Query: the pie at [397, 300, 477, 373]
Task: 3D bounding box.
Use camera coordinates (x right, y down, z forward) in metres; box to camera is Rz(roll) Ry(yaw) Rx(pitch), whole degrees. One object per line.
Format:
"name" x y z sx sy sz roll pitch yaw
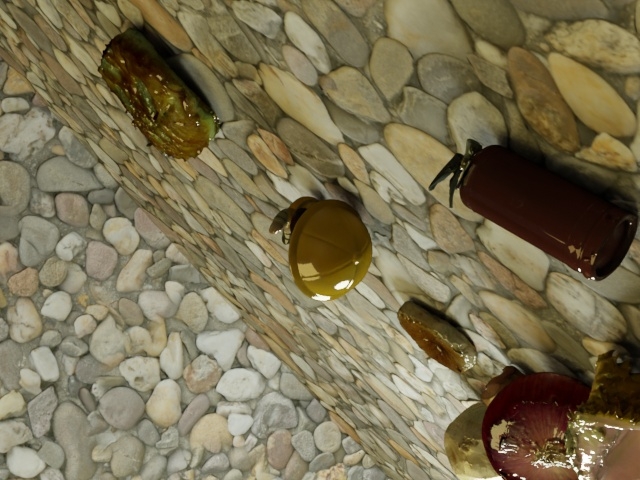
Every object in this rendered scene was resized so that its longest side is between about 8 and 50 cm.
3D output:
"pie" 0.239 0.200 2.115 0.195 0.046 0.195 40 165 13

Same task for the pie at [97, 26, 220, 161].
"pie" -0.335 -0.296 2.162 0.288 0.103 0.355 46 160 -4

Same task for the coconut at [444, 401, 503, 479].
"coconut" 0.353 0.438 2.213 0.194 0.194 0.194 40 164 14

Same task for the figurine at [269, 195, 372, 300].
"figurine" 0.003 -0.003 1.970 0.192 0.167 0.257 38 -168 -31

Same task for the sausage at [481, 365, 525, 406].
"sausage" 0.421 0.352 1.943 0.270 0.109 0.109 44 165 3

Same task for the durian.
"durian" 0.485 0.292 1.564 0.195 0.185 0.305 6 141 23

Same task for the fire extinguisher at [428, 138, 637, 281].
"fire extinguisher" 0.256 -0.047 1.312 0.269 0.105 0.105 33 161 33

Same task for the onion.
"onion" 0.394 0.335 1.805 0.248 0.248 0.161 51 -167 -23
